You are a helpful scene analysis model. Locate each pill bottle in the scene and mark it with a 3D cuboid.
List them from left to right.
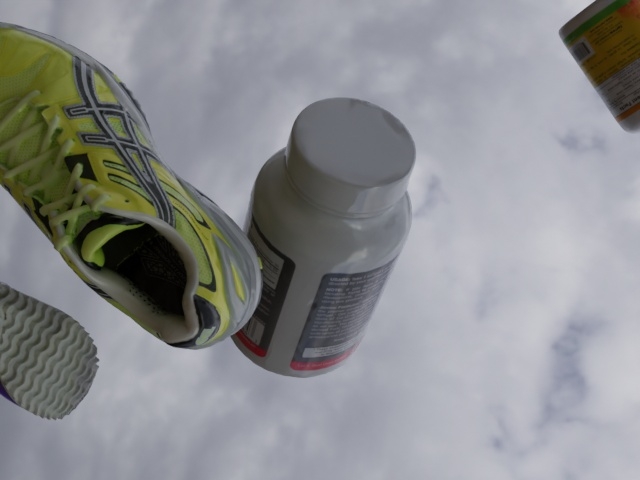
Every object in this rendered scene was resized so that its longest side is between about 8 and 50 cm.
[{"bbox_3d":[0.000,0.000,1.152,0.176,0.176,0.318,61,-30,31],"label":"pill bottle"},{"bbox_3d":[0.467,-0.242,1.500,0.245,0.136,0.136,56,-42,2],"label":"pill bottle"}]

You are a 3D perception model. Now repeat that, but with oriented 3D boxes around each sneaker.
[{"bbox_3d":[-0.350,0.074,1.042,0.146,0.293,0.102,19,-110,42],"label":"sneaker"},{"bbox_3d":[-0.205,-0.057,0.926,0.385,0.147,0.145,41,-79,-3],"label":"sneaker"}]
